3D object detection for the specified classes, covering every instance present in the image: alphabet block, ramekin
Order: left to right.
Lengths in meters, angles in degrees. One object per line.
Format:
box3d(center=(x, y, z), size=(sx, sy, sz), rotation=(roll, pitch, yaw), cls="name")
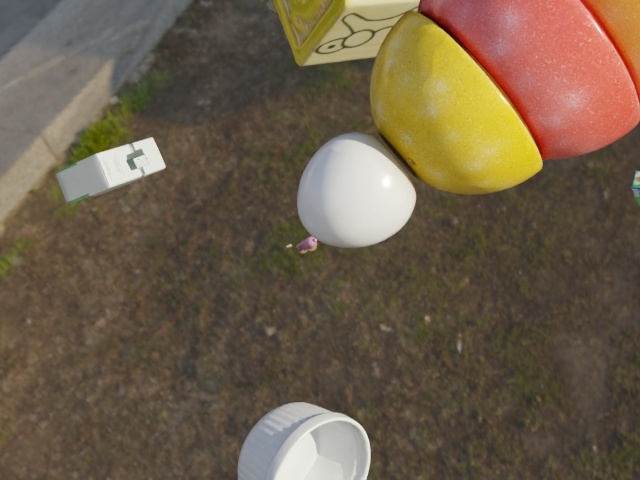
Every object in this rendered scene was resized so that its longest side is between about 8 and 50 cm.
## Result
box3d(center=(-0.033, 0.351, 1.487), size=(0.109, 0.207, 0.207), rotation=(20, 58, 44), cls="ramekin")
box3d(center=(0.054, -0.400, 1.465), size=(0.197, 0.192, 0.193), rotation=(-12, 74, -29), cls="alphabet block")

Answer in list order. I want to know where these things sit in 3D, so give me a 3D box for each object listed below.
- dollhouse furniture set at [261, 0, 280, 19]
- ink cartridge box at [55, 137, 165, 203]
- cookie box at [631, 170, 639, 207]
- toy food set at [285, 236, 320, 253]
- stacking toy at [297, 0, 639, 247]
box3d(center=(-0.083, -0.444, 1.520), size=(0.161, 0.182, 0.101), rotation=(45, 95, 11), cls="dollhouse furniture set")
box3d(center=(-0.498, -0.168, 2.281), size=(0.153, 0.086, 0.208), rotation=(-18, 6, 33), cls="ink cartridge box")
box3d(center=(0.632, -0.087, 1.740), size=(0.107, 0.092, 0.040), rotation=(6, 67, 33), cls="cookie box")
box3d(center=(0.000, 0.000, 1.644), size=(0.122, 0.078, 0.019), rotation=(-21, 84, -5), cls="toy food set")
box3d(center=(0.169, -0.166, 0.979), size=(0.480, 0.350, 0.350), rotation=(-39, 43, 5), cls="stacking toy")
